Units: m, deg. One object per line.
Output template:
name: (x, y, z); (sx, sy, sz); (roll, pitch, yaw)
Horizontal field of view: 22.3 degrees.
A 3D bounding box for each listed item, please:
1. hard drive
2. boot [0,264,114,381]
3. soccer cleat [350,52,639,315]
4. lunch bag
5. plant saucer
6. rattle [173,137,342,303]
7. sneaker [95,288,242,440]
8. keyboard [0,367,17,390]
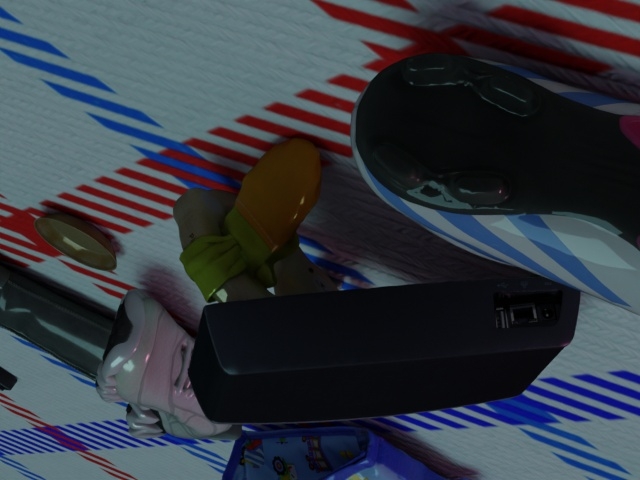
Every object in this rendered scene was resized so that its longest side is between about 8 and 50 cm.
hard drive: (0.041, 0.079, 1.123); (0.254, 0.054, 0.172); (-4, 160, -11)
boot: (-0.298, 0.084, 1.672); (0.208, 0.076, 0.189); (24, 161, -10)
soccer cleat: (0.176, -0.017, 0.883); (0.331, 0.116, 0.143); (23, 176, 12)
lunch bag: (0.058, 0.275, 1.635); (0.221, 0.138, 0.293); (38, 143, -22)
plant saucer: (-0.215, -0.002, 1.446); (0.083, 0.015, 0.083); (24, 158, 10)
rattle: (0.000, 0.000, 1.192); (0.199, 0.143, 0.130); (26, -164, -38)
sneaker: (-0.134, 0.126, 1.535); (0.118, 0.110, 0.292); (15, 164, 10)
keyboard: (-0.457, 0.133, 2.001); (0.180, 0.023, 0.108); (37, 156, -24)
